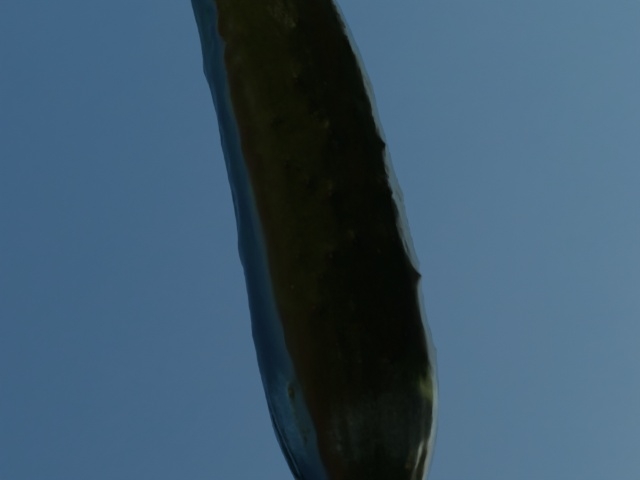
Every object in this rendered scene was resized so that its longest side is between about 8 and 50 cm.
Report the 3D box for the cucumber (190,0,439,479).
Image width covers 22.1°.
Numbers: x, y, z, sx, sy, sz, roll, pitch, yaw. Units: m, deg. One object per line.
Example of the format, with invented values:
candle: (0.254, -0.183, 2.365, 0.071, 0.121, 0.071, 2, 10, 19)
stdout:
cucumber: (0.000, 0.000, 0.509, 0.056, 0.056, 0.250, -4, -107, -30)
